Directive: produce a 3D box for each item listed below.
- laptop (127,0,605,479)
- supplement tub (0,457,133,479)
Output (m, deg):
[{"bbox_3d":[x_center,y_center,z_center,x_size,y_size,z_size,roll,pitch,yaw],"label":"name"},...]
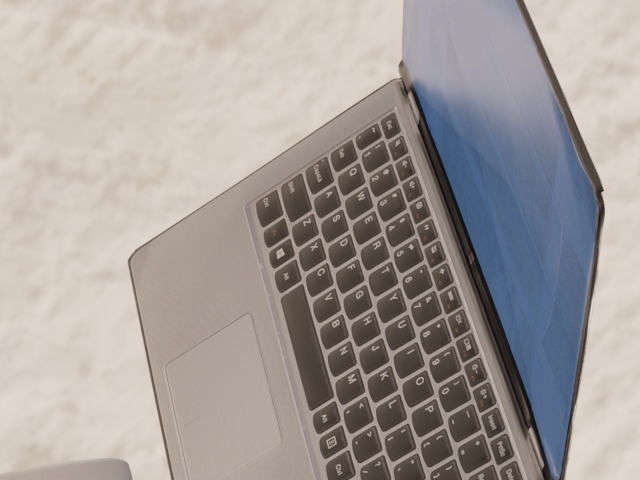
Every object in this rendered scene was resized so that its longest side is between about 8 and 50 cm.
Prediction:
[{"bbox_3d":[0.000,0.000,1.196,0.408,0.382,0.236,-32,136,18],"label":"laptop"},{"bbox_3d":[-0.158,0.274,1.079,0.191,0.272,0.191,-14,169,-3],"label":"supplement tub"}]
